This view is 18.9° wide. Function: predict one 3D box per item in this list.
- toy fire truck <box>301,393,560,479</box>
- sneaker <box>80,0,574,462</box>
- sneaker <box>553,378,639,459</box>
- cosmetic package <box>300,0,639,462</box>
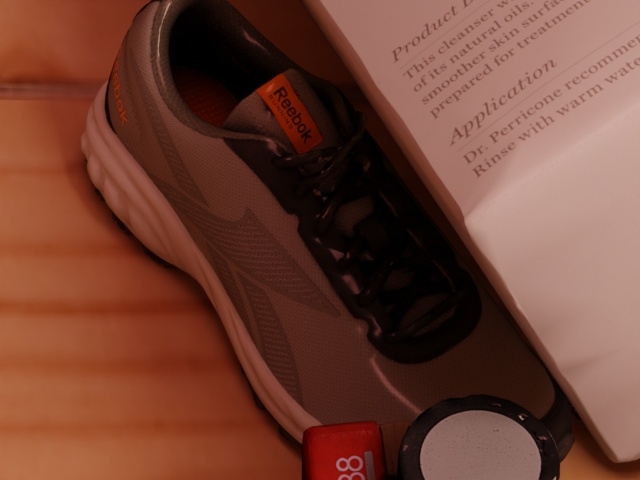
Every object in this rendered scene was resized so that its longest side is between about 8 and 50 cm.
[{"bbox_3d":[-0.031,0.162,0.648,0.246,0.158,0.217,-5,53,-4],"label":"toy fire truck"},{"bbox_3d":[0.000,0.000,0.802,0.100,0.108,0.271,-31,66,-35],"label":"sneaker"},{"bbox_3d":[0.170,-0.025,0.873,0.130,0.109,0.286,14,53,-16],"label":"sneaker"},{"bbox_3d":[0.100,-0.124,0.783,0.217,0.156,0.385,-32,40,4],"label":"cosmetic package"}]
